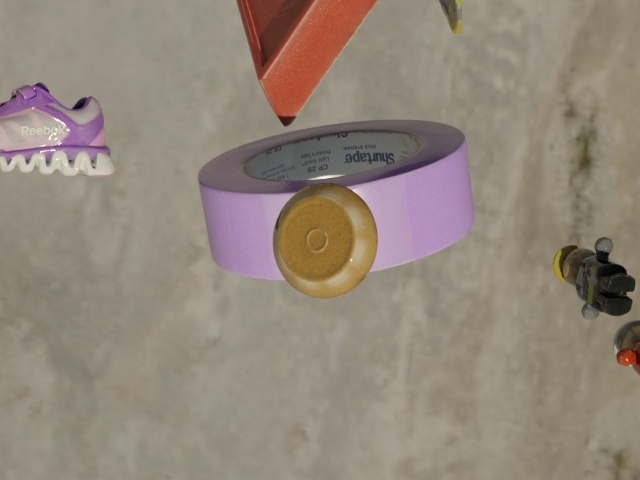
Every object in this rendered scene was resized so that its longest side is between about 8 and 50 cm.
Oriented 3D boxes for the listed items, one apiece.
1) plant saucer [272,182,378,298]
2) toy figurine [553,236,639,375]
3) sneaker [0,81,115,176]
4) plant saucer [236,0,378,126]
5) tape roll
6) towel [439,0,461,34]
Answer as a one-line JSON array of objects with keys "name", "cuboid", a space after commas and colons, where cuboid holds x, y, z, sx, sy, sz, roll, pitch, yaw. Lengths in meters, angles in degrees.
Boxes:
[{"name": "plant saucer", "cuboid": [0.000, 0.000, 0.962, 0.015, 0.083, 0.083, 5, 91, -65]}, {"name": "toy figurine", "cuboid": [0.407, 0.048, 1.596, 0.213, 0.148, 0.209, -42, 110, 2]}, {"name": "sneaker", "cuboid": [-0.346, -0.128, 1.527, 0.236, 0.095, 0.105, 2, 96, -26]}, {"name": "plant saucer", "cuboid": [-0.015, -0.295, 1.402, 0.047, 0.259, 0.258, 14, 40, -30]}, {"name": "tape roll", "cuboid": [0.017, -0.048, 1.380, 0.275, 0.274, 0.090, -29, 117, -49]}, {"name": "towel", "cuboid": [0.135, -0.258, 1.427, 0.083, 0.009, 0.060, 76, -5, -72]}]
